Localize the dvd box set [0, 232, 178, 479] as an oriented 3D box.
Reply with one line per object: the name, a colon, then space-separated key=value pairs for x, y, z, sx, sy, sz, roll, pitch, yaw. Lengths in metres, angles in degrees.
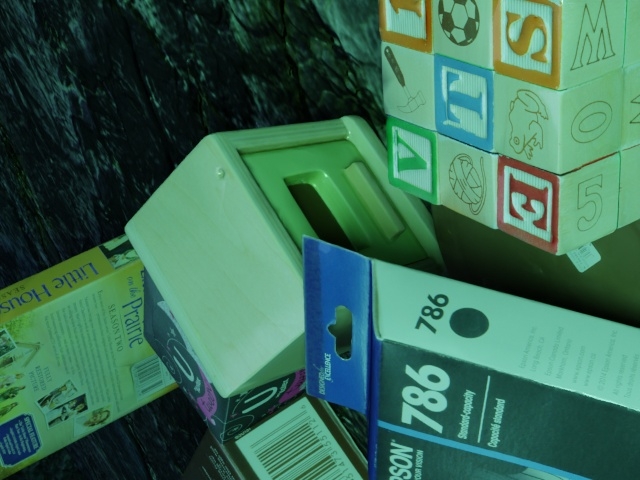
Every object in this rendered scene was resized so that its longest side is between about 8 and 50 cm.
dvd box set: x=-0.371 y=0.172 z=1.403 sx=0.062 sy=0.421 sz=0.307 roll=48 pitch=153 yaw=33

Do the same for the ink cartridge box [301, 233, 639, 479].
ink cartridge box: x=0.132 y=0.112 z=0.623 sx=0.333 sy=0.065 sz=0.165 roll=15 pitch=139 yaw=17

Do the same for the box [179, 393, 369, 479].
box: x=-0.059 y=0.318 z=1.307 sx=0.191 sy=0.143 sz=0.381 roll=55 pitch=153 yaw=13

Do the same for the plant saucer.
plant saucer: x=0.160 y=0.016 z=0.683 sx=0.278 sy=0.041 sz=0.277 roll=44 pitch=150 yaw=34

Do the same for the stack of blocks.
stack of blocks: x=0.086 y=-0.162 z=0.528 sx=0.171 sy=0.087 sz=0.297 roll=29 pitch=132 yaw=48

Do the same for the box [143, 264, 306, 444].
box: x=-0.079 y=0.066 z=1.067 sx=0.163 sy=0.142 sz=0.247 roll=51 pitch=154 yaw=22

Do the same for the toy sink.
toy sink: x=0.000 y=0.000 z=0.825 sx=0.131 sy=0.234 sz=0.152 roll=-42 pitch=72 yaw=35
